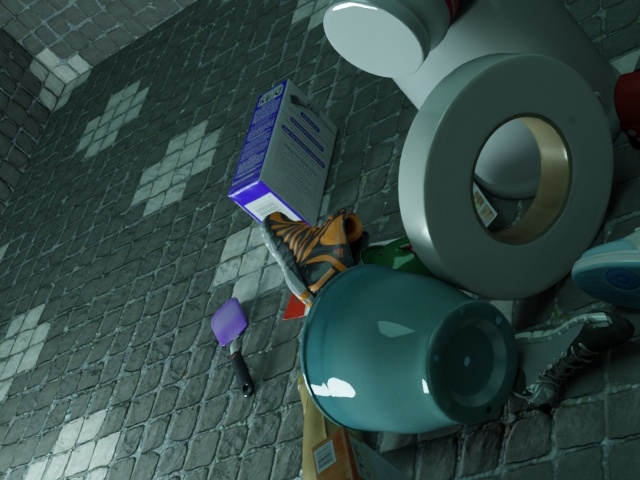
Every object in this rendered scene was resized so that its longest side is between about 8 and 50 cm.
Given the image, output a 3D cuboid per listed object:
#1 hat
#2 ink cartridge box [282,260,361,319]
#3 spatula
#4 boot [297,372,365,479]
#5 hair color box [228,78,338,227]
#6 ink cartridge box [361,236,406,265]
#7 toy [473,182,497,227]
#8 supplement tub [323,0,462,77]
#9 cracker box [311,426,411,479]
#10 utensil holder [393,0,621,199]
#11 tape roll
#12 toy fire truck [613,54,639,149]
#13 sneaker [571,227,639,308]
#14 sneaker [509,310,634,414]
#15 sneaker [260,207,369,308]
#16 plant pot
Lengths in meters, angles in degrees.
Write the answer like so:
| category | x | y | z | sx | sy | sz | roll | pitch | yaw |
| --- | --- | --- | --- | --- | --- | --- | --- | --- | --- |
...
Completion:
| category | x | y | z | sx | sy | sz | roll | pitch | yaw |
| --- | --- | --- | --- | --- | --- | --- | --- | --- | --- |
| hat | 0.190 | -0.005 | 1.875 | 0.208 | 0.173 | 0.184 | 40 | 120 | 33 |
| ink cartridge box | -0.003 | 0.080 | 2.198 | 0.179 | 0.045 | 0.145 | -14 | 43 | 39 |
| spatula | -0.176 | 0.227 | 2.251 | 0.084 | 0.030 | 0.296 | -41 | 31 | 12 |
| boot | 0.056 | 0.294 | 1.843 | 0.236 | 0.089 | 0.269 | -44 | 29 | 25 |
| hair color box | -0.079 | -0.182 | 2.455 | 0.110 | 0.185 | 0.339 | -24 | 37 | 36 |
| ink cartridge box | 0.129 | 0.057 | 2.042 | 0.104 | 0.060 | 0.180 | -12 | 45 | 45 |
| toy | 0.234 | -0.064 | 2.030 | 0.137 | 0.056 | 0.237 | -55 | 32 | 20 |
| supplement tub | 0.135 | -0.411 | 1.696 | 0.191 | 0.191 | 0.272 | -4 | 51 | 49 |
| cracker box | 0.090 | 0.389 | 1.535 | 0.067 | 0.232 | 0.156 | -38 | 31 | 17 |
| utensil holder | 0.310 | -0.313 | 1.931 | 0.327 | 0.385 | 0.328 | -31 | 35 | 25 |
| tape roll | 0.298 | -0.100 | 1.698 | 0.392 | 0.392 | 0.072 | -54 | 31 | -12 |
| toy fire truck | 0.552 | -0.293 | 1.743 | 0.158 | 0.246 | 0.217 | -2 | 52 | 51 |
| sneaker | 0.530 | -0.018 | 1.578 | 0.319 | 0.127 | 0.208 | -8 | 49 | 34 |
| sneaker | 0.360 | 0.191 | 1.594 | 0.228 | 0.086 | 0.132 | -25 | 40 | 49 |
| sneaker | 0.000 | 0.000 | 2.152 | 0.180 | 0.124 | 0.321 | -43 | 36 | 7 |
| plant pot | 0.151 | 0.172 | 1.659 | 0.255 | 0.271 | 0.272 | -1 | 53 | 55 |
